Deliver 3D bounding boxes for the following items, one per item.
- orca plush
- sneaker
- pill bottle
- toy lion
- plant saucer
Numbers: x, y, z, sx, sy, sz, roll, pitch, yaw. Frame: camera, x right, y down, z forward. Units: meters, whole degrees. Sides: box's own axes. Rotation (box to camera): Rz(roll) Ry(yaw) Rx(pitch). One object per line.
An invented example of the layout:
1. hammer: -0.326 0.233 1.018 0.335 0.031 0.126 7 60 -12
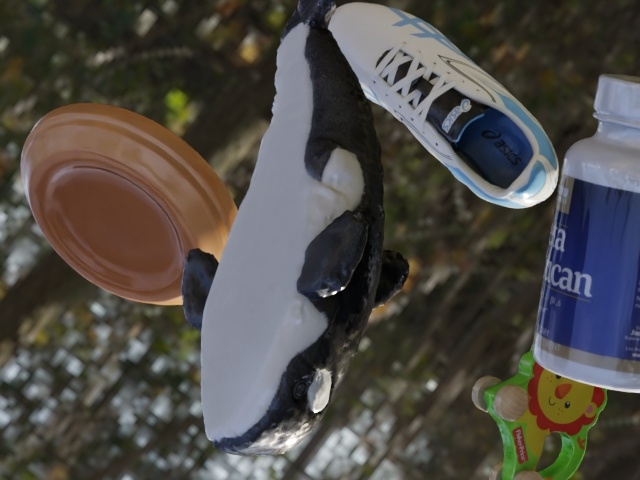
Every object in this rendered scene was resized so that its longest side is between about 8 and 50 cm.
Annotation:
1. orca plush: 0.000 0.000 1.074 0.102 0.151 0.287 28 -136 -34
2. sneaker: 0.096 -0.116 1.473 0.237 0.085 0.086 40 -177 13
3. pill bottle: 0.178 -0.006 1.035 0.094 0.169 0.094 8 -171 -1
4. toy lion: 0.151 0.113 1.202 0.034 0.096 0.100 18 124 59
5. plant saucer: -0.156 -0.020 1.454 0.200 0.037 0.200 18 138 17
